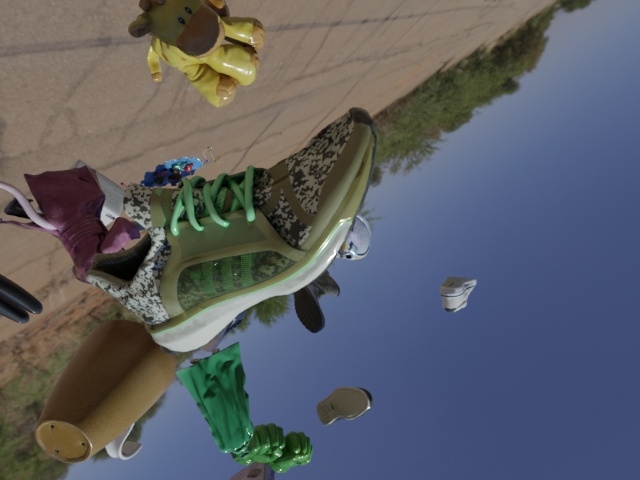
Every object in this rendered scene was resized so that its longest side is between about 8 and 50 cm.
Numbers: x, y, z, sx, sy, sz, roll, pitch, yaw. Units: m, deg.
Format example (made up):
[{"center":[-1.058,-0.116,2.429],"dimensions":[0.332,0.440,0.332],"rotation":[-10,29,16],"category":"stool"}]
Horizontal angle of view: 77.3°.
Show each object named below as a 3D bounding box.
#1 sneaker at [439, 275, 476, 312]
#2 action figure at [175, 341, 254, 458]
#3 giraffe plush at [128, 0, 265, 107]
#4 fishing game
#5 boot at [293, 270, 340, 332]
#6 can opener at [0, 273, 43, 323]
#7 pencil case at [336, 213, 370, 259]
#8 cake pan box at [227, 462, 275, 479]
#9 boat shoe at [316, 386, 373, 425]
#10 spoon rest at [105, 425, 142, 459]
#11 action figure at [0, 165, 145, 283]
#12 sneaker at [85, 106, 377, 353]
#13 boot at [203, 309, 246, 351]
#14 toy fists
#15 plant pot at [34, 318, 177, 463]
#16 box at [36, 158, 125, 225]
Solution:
[{"center":[0.447,0.172,1.314],"dimensions":[0.094,0.091,0.258],"rotation":[5,-172,36],"category":"sneaker"},{"center":[-0.196,0.345,0.827],"dimensions":[0.137,0.231,0.064],"rotation":[-20,-178,-28],"category":"action figure"},{"center":[-0.198,-0.328,0.618],"dimensions":[0.170,0.211,0.181],"rotation":[-156,-101,-82],"category":"giraffe plush"},{"center":[-0.422,-0.185,1.147],"dimensions":[0.264,0.041,0.189],"rotation":[-26,179,-13],"category":"fishing game"},{"center":[-0.003,0.152,1.160],"dimensions":[0.161,0.246,0.083],"rotation":[3,130,-36],"category":"boot"},{"center":[-0.439,0.045,0.498],"dimensions":[0.059,0.186,0.073],"rotation":[-22,-141,11],"category":"can opener"},{"center":[0.000,0.000,1.065],"dimensions":[0.273,0.114,0.123],"rotation":[-4,-114,40],"category":"pencil case"},{"center":[-0.274,0.874,1.314],"dimensions":[0.267,0.070,0.246],"rotation":[-36,-172,1],"category":"cake pan box"},{"center":[0.073,0.433,1.068],"dimensions":[0.079,0.083,0.233],"rotation":[-4,153,-33],"category":"boat shoe"},{"center":[-0.566,0.518,1.119],"dimensions":[0.138,0.276,0.084],"rotation":[5,-151,7],"category":"spoon rest"},{"center":[-0.538,-0.018,0.915],"dimensions":[0.248,0.370,0.276],"rotation":[-48,166,15],"category":"action figure"},{"center":[-0.120,-0.014,0.445],"dimensions":[0.410,0.182,0.157],"rotation":[-38,-143,23],"category":"sneaker"},{"center":[-0.310,0.285,1.324],"dimensions":[0.069,0.086,0.189],"rotation":[18,-104,39],"category":"boot"},{"center":[-0.140,0.654,1.256],"dimensions":[0.142,0.279,0.096],"rotation":[-43,-145,14],"category":"toy fists"},{"center":[-0.491,0.346,0.896],"dimensions":[0.237,0.237,0.254],"rotation":[-39,-167,20],"category":"plant pot"},{"center":[-0.763,-0.130,1.292],"dimensions":[0.182,0.181,0.118],"rotation":[-26,-137,26],"category":"box"}]
